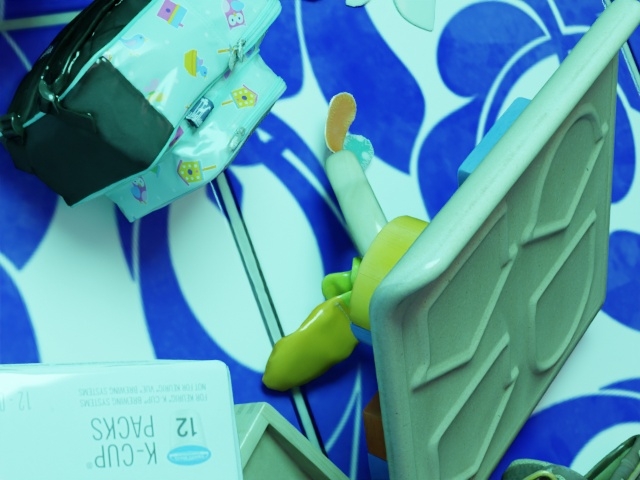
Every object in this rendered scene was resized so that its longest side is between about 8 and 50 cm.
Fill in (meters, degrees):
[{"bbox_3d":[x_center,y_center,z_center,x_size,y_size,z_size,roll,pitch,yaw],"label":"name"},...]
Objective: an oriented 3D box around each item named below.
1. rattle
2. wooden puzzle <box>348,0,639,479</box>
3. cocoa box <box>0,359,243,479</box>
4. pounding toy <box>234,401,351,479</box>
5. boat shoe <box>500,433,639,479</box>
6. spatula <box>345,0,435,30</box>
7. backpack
[{"bbox_3d":[0.000,0.000,1.015,0.130,0.142,0.200,18,42,-62],"label":"rattle"},{"bbox_3d":[0.117,0.036,0.937,0.080,0.348,0.322,24,52,24],"label":"wooden puzzle"},{"bbox_3d":[-0.204,0.201,0.613,0.231,0.347,0.228,2,73,-33],"label":"cocoa box"},{"bbox_3d":[-0.062,0.171,0.886,0.141,0.100,0.130,46,55,-24],"label":"pounding toy"},{"bbox_3d":[0.167,0.227,0.994,0.342,0.123,0.123,-14,74,-40],"label":"boat shoe"},{"bbox_3d":[0.038,-0.315,1.135,0.168,0.019,0.242,8,81,-27],"label":"spatula"},{"bbox_3d":[-0.108,-0.114,0.899,0.144,0.166,0.188,37,60,-18],"label":"backpack"}]
